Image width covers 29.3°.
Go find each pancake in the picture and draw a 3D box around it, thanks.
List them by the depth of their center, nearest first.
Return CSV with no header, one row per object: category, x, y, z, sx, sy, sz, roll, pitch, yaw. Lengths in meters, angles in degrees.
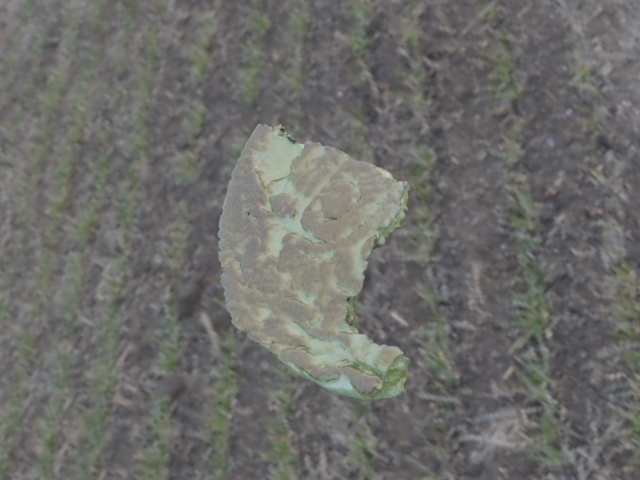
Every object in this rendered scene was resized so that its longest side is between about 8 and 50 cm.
pancake,0.002,0.003,1.131,0.197,0.054,0.376,-28,48,14
